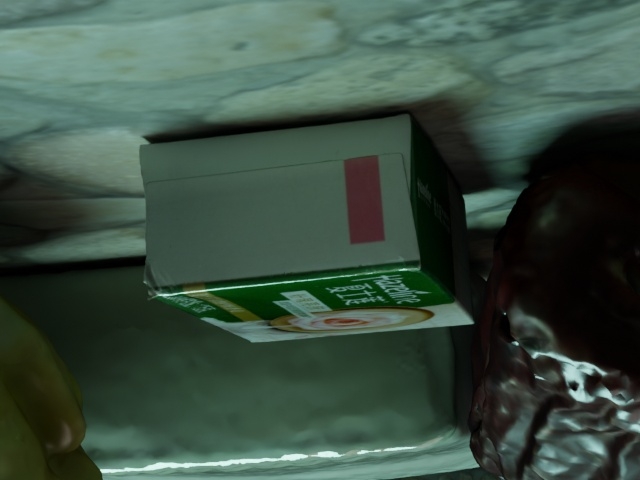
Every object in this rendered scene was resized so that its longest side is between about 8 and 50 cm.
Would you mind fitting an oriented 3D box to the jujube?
[{"bbox_3d":[0.174,0.063,0.917,0.216,0.216,0.342,-5,161,12],"label":"jujube"}]

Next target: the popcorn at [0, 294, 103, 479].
[{"bbox_3d":[-0.312,0.144,0.895,0.354,0.390,0.344,-42,-149,-25],"label":"popcorn"}]

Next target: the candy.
[{"bbox_3d":[-0.056,0.094,1.127,0.358,0.145,0.208,-6,167,12],"label":"candy"}]

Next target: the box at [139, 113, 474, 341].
[{"bbox_3d":[0.000,0.000,0.841,0.135,0.081,0.199,-5,171,12],"label":"box"}]
